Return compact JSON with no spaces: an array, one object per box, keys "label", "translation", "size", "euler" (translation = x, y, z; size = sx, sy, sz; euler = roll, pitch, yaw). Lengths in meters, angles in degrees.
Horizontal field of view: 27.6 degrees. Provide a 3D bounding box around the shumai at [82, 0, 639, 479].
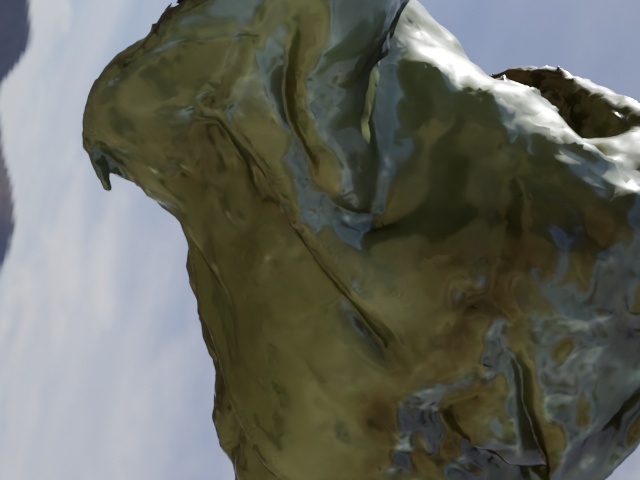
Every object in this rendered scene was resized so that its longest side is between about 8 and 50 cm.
[{"label":"shumai","translation":[0.000,0.000,0.680],"size":[0.330,0.288,0.292],"euler":[-50,-138,21]}]
